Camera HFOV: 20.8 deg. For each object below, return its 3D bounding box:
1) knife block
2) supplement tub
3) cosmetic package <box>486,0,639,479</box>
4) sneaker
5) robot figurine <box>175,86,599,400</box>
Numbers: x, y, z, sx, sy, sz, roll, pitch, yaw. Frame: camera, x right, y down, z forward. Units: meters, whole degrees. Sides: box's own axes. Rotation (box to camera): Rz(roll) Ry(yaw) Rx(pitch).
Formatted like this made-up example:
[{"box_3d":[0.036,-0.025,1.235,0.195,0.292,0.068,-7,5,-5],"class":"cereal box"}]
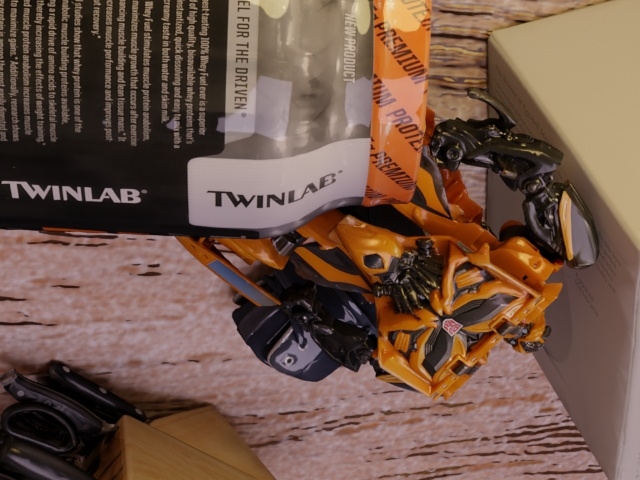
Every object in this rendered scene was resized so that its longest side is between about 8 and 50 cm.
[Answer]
[{"box_3d":[-0.118,0.202,1.177,0.088,0.275,0.242,-49,162,23],"class":"knife block"},{"box_3d":[-0.109,-0.099,0.858,0.316,0.193,0.193,3,133,-1],"class":"supplement tub"},{"box_3d":[0.212,-0.004,1.145,0.138,0.224,0.224,-17,136,-11],"class":"cosmetic package"},{"box_3d":[0.001,0.002,1.148,0.163,0.086,0.226,-32,136,3],"class":"sneaker"},{"box_3d":[0.018,-0.018,1.036,0.291,0.085,0.211,38,123,-7],"class":"robot figurine"}]
